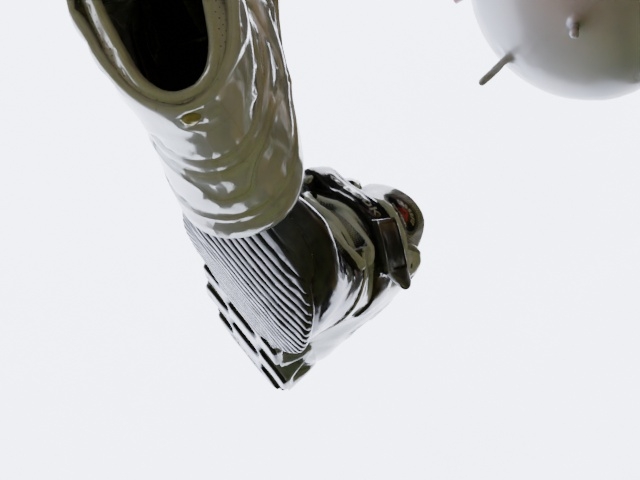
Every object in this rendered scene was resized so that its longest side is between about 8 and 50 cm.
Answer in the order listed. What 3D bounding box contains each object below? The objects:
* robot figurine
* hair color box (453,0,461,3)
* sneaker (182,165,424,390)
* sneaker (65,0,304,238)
[{"bbox_3d":[0.262,-0.260,1.631,0.200,0.300,0.353,41,-125,-2],"label":"robot figurine"},{"bbox_3d":[0.158,-0.230,1.363,0.141,0.072,0.043,-29,-90,-14],"label":"hair color box"},{"bbox_3d":[0.000,0.000,1.209,0.146,0.330,0.122,-36,-97,-8],"label":"sneaker"},{"bbox_3d":[-0.081,-0.164,0.994,0.108,0.169,0.292,-19,-117,3],"label":"sneaker"}]
